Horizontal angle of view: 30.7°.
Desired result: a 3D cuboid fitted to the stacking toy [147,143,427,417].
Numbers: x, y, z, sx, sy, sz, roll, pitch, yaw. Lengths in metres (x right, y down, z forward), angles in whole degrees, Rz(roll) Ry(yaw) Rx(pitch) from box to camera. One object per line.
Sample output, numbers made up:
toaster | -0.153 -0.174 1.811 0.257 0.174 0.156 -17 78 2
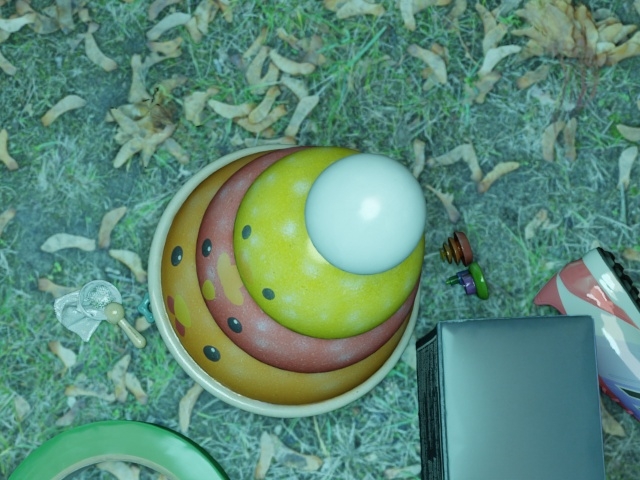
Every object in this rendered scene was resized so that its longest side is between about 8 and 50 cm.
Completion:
stacking toy | 0.000 0.000 1.282 0.350 0.480 0.351 3 75 -12

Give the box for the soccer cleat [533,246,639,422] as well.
soccer cleat | 0.395 0.166 1.469 0.116 0.108 0.318 -33 84 16

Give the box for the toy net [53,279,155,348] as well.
toy net | -0.232 0.081 1.508 0.232 0.045 0.122 7 81 2

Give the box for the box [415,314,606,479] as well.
box | 0.214 0.247 1.351 0.182 0.294 0.296 -2 82 1

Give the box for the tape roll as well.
tape roll | -0.250 0.385 1.445 0.321 0.077 0.321 0 82 0

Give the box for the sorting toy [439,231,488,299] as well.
sorting toy | 0.181 0.039 1.502 0.042 0.061 0.102 -18 58 -2
